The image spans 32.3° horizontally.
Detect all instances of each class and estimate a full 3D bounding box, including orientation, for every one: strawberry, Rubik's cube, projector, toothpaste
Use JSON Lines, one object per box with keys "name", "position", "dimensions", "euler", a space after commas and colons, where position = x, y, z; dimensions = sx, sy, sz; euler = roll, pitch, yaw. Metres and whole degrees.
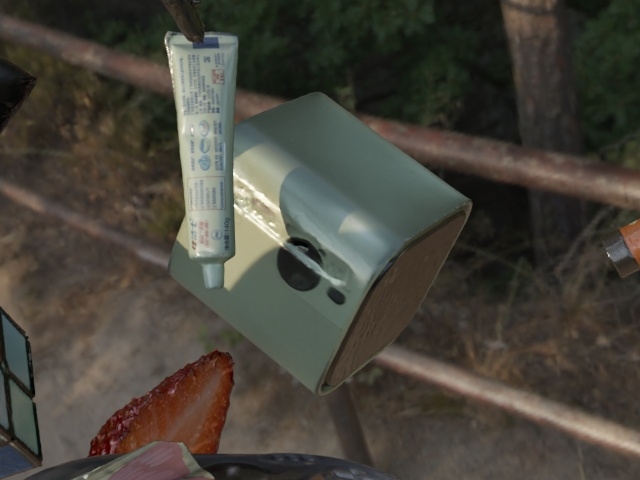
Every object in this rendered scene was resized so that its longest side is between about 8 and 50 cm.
{"name": "strawberry", "position": [-0.189, 0.224, 1.174], "dimensions": [0.106, 0.175, 0.236], "euler": [8, 28, 30]}
{"name": "Rubik's cube", "position": [-0.422, 0.165, 1.215], "dimensions": [0.167, 0.183, 0.180], "euler": [-17, 56, 1]}
{"name": "projector", "position": [0.000, 0.000, 1.341], "dimensions": [0.249, 0.249, 0.248], "euler": [38, 35, 17]}
{"name": "toothpaste", "position": [-0.117, -0.083, 1.142], "dimensions": [0.069, 0.269, 0.047], "euler": [-4, -2, 17]}

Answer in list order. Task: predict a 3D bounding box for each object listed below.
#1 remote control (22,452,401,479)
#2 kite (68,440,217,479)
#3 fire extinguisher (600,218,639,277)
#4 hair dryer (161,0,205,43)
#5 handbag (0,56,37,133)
{"name": "remote control", "position": [-0.071, 0.209, 0.767], "dimensions": [0.331, 0.104, 0.221], "euler": [0, 8, -8]}
{"name": "kite", "position": [-0.102, 0.173, 0.562], "dimensions": [0.204, 0.022, 0.360], "euler": [-26, 13, -28]}
{"name": "fire extinguisher", "position": [0.377, -0.024, 1.139], "dimensions": [0.177, 0.050, 0.062], "euler": [-29, 16, 15]}
{"name": "hair dryer", "position": [-0.195, -0.208, 0.634], "dimensions": [0.303, 0.359, 0.120], "euler": [-39, 41, 5]}
{"name": "handbag", "position": [-0.415, -0.144, 1.088], "dimensions": [0.169, 0.215, 0.155], "euler": [-61, 28, -6]}
